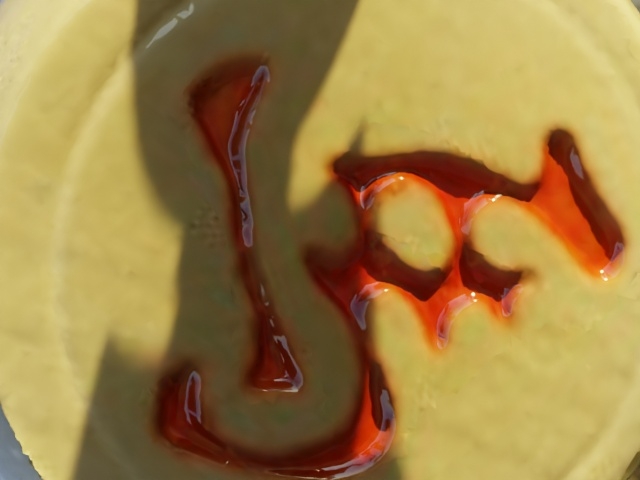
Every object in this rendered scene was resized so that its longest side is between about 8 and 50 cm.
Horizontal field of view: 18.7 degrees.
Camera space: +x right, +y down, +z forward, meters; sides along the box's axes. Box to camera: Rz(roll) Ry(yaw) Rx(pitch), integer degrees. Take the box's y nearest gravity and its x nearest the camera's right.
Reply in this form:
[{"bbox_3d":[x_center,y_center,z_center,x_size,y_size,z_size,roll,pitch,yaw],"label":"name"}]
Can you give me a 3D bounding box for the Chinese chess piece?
[{"bbox_3d":[0.000,0.000,0.658,0.273,0.273,0.102,-57,16,-4],"label":"Chinese chess piece"}]
